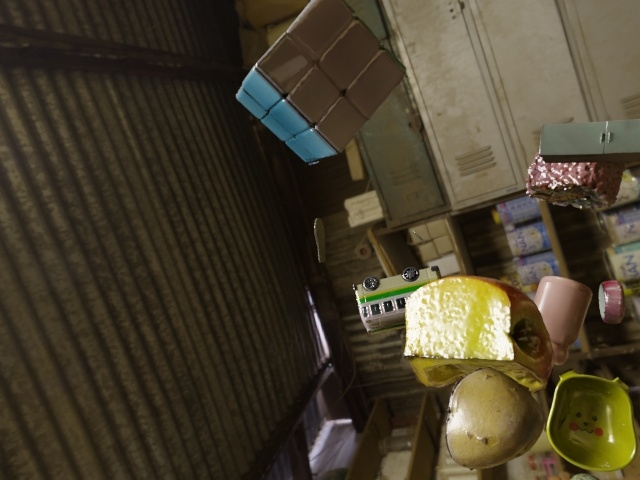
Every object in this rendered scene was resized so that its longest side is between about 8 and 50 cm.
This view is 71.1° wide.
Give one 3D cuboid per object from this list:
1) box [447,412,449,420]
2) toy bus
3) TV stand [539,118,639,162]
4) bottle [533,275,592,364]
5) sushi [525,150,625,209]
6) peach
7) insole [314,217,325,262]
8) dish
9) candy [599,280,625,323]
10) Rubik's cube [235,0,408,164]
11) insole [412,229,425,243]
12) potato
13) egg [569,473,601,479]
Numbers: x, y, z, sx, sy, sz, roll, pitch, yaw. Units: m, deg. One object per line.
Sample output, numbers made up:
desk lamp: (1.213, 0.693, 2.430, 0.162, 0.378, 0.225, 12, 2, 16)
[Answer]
box: (0.371, 0.463, 1.120, 0.037, 0.106, 0.105, -13, -95, -37)
toy bus: (0.285, 0.212, 1.561, 0.143, 0.306, 0.179, 63, -164, -51)
TV stand: (0.671, -0.231, 1.051, 0.088, 0.270, 0.082, 12, -97, -54)
bottle: (0.816, 0.284, 1.595, 0.173, 0.207, 0.296, 58, -125, -74)
sushi: (0.802, -0.201, 1.425, 0.237, 0.270, 0.170, 19, -96, -31)
peach: (0.366, 0.237, 1.104, 0.306, 0.380, 0.242, 31, -125, -31)
insole: (0.000, 0.000, 1.918, 0.063, 0.010, 0.191, -7, -87, -51)
dish: (0.769, 0.511, 1.290, 0.108, 0.221, 0.262, 38, -120, -69)
candy: (0.695, 0.147, 1.070, 0.103, 0.043, 0.103, 0, -90, -67)
Rubik's cube: (-0.007, -0.317, 0.913, 0.225, 0.221, 0.231, 41, 171, -18)
insole: (0.332, -0.012, 1.515, 0.065, 0.006, 0.193, 49, -173, 11)
potato: (0.345, 0.345, 0.845, 0.202, 0.117, 0.182, -16, -88, -28)
egg: (0.645, 0.604, 1.056, 0.085, 0.110, 0.085, -27, -53, -44)
